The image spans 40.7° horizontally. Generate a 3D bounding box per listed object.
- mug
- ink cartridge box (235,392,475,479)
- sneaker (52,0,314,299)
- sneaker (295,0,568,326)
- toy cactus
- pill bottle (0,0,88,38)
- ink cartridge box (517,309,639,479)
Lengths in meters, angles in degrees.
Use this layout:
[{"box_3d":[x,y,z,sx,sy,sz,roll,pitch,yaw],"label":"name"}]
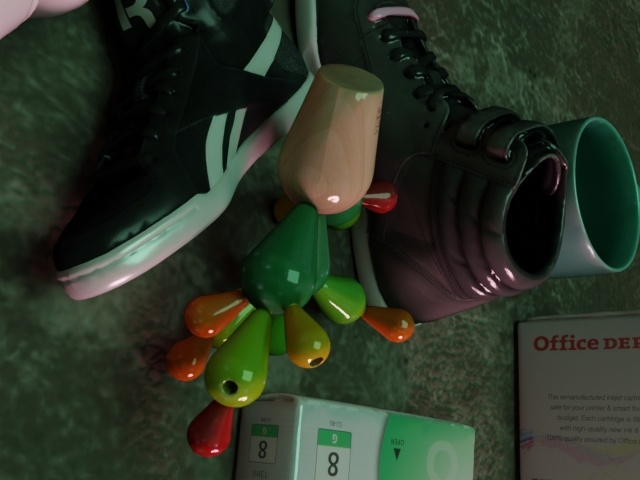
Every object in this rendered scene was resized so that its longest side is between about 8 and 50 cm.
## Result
[{"box_3d":[0.206,-0.026,0.738,0.157,0.097,0.130,40,55,-38],"label":"mug"},{"box_3d":[0.022,0.215,0.523,0.181,0.056,0.225,20,67,-45],"label":"ink cartridge box"},{"box_3d":[-0.087,-0.074,0.436,0.121,0.079,0.217,59,37,-19],"label":"sneaker"},{"box_3d":[0.080,-0.091,0.568,0.104,0.146,0.296,-16,95,-47],"label":"sneaker"},{"box_3d":[0.000,0.000,0.461,0.219,0.112,0.181,-41,153,-54],"label":"toy cactus"},{"box_3d":[-0.117,-0.173,0.378,0.119,0.119,0.208,56,47,-26],"label":"pill bottle"},{"box_3d":[0.251,0.168,0.712,0.093,0.154,0.213,12,74,-48],"label":"ink cartridge box"}]
